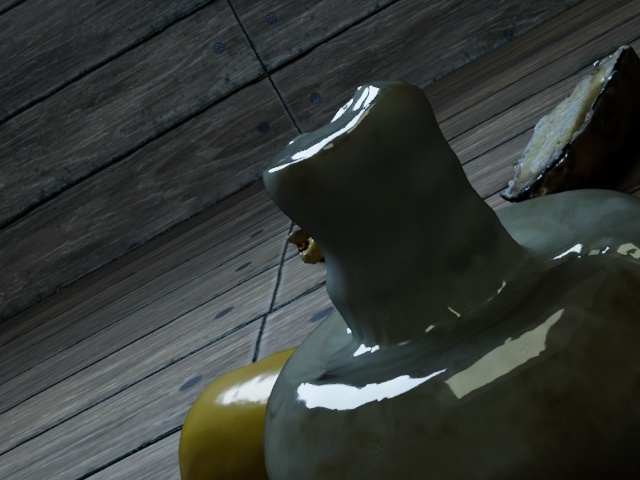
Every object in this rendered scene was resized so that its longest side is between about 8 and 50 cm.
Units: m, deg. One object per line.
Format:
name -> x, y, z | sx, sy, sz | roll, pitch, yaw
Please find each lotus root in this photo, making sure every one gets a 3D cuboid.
lotus root -> 0.281, -0.109, 0.954 | 0.167, 0.078, 0.329 | -50, -1, 35

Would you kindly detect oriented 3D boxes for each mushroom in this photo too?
mushroom -> 0.066, 0.031, 0.443 | 0.243, 0.244, 0.243 | -29, 11, 6

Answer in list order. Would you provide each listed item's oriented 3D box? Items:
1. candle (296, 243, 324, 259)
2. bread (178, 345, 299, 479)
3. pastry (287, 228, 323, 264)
candle -> 0.000, 0.000, 1.232 | 0.052, 0.052, 0.130 | -32, 10, -15
bread -> -0.020, 0.121, 0.627 | 0.173, 0.085, 0.134 | -22, 13, 34
pastry -> 0.064, 0.010, 0.877 | 0.154, 0.102, 0.250 | -28, 12, -6
